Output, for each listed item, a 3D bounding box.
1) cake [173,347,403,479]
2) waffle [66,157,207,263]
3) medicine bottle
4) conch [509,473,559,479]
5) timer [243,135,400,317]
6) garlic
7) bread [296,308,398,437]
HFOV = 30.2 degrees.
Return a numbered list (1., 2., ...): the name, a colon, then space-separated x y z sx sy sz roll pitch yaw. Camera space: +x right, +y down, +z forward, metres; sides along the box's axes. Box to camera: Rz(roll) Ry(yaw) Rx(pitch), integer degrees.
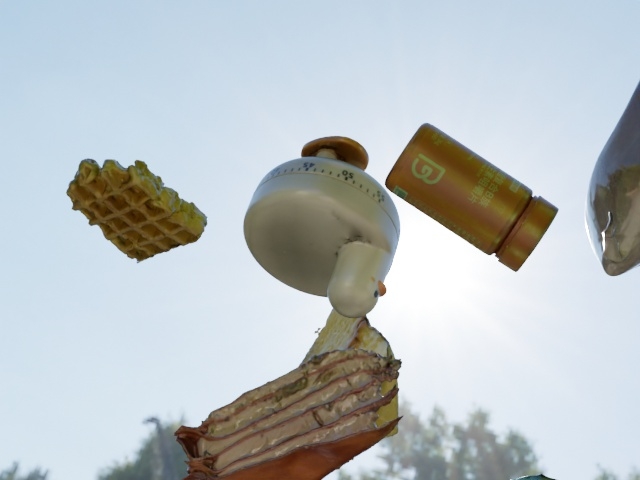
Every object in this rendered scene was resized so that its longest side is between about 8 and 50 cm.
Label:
1. cake: -0.024 0.207 1.279 0.287 0.098 0.135 -27 -43 19
2. waffle: -0.302 -0.058 1.877 0.160 0.055 0.211 -18 -47 34
3. medicine bottle: 0.178 -0.052 1.411 0.192 0.096 0.096 34 -30 6
4. conch: 0.177 0.320 1.036 0.188 0.175 0.122 62 -2 -13
5. timer: 0.000 0.000 1.729 0.233 0.240 0.233 12 -40 10
6. garlic: 0.449 -0.074 1.431 0.231 0.340 0.246 20 -29 10
7. bread: 0.025 0.205 1.899 0.135 0.178 0.240 -9 17 -19
